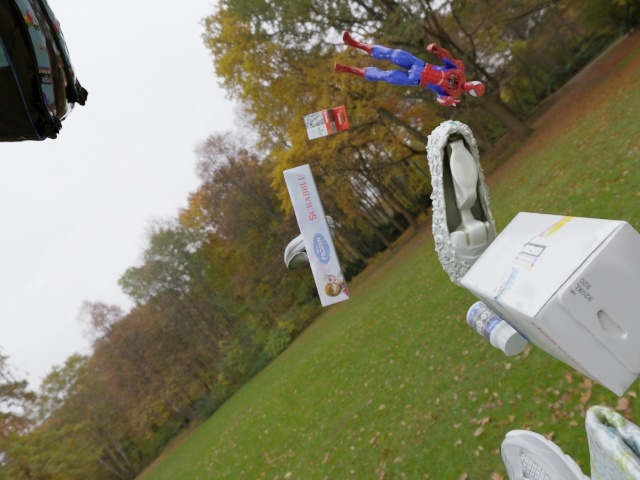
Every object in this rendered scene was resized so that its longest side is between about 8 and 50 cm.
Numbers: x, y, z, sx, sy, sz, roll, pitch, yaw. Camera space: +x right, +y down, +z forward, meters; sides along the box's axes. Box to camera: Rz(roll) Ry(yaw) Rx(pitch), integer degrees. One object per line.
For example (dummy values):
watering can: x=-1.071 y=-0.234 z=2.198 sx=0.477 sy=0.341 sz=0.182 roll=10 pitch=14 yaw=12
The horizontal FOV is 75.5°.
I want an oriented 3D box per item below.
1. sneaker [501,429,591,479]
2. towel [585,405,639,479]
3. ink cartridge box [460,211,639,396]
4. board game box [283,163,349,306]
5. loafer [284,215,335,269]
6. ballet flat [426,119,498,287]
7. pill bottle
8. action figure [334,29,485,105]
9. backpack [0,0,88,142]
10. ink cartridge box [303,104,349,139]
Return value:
sneaker: x=0.279 y=0.372 z=0.482 sx=0.115 sy=0.282 sz=0.105 roll=-1 pitch=-37 yaw=-17
towel: x=0.603 y=0.509 z=0.679 sx=0.090 sy=0.321 sz=0.375 roll=-23 pitch=29 yaw=-1
ink cartridge box: x=0.368 y=0.076 z=0.625 sx=0.168 sy=0.171 sz=0.233 roll=-49 pitch=8 yaw=2
board game box: x=0.000 y=0.000 z=1.067 sx=0.065 sy=0.319 sz=0.318 roll=-17 pitch=-5 yaw=2
loafer: x=-0.043 y=0.033 z=1.502 sx=0.111 sy=0.112 sz=0.319 roll=0 pitch=-31 yaw=-29
ballet flat: x=0.322 y=-0.070 z=0.936 sx=0.146 sy=0.410 sz=0.147 roll=-14 pitch=4 yaw=1
pill bottle: x=0.422 y=0.209 z=0.990 sx=0.078 sy=0.078 sz=0.137 roll=-42 pitch=26 yaw=1
action figure: x=0.163 y=-0.307 z=0.743 sx=0.139 sy=0.280 sz=0.092 roll=-57 pitch=-17 yaw=-72
backpack: x=-0.335 y=-0.202 z=0.423 sx=0.116 sy=0.158 sz=0.174 roll=-7 pitch=-55 yaw=-10
ink cartridge box: x=0.015 y=-0.308 z=1.081 sx=0.115 sy=0.063 sz=0.029 roll=-5 pitch=17 yaw=36
